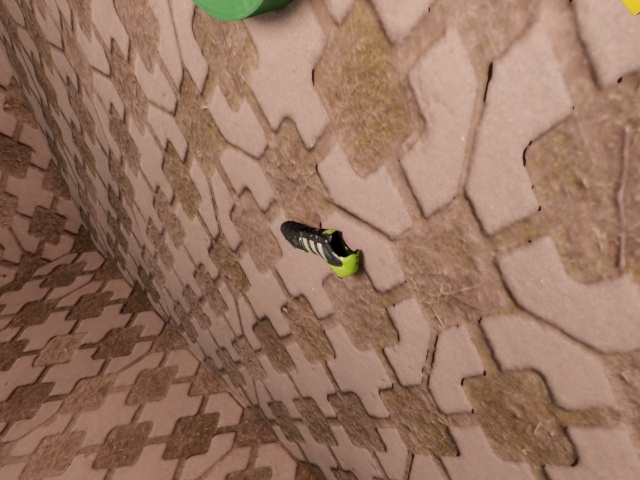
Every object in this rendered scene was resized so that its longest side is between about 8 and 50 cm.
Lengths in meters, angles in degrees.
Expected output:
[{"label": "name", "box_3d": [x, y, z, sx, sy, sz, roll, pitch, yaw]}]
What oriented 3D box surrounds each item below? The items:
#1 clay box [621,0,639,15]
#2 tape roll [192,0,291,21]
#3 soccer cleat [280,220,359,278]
[{"label": "clay box", "box_3d": [0.182, -0.264, 0.311, 0.222, 0.127, 0.053, 54, 148, 2]}, {"label": "tape roll", "box_3d": [-0.128, -0.461, 0.609, 0.321, 0.077, 0.321, 35, 143, 32]}, {"label": "soccer cleat", "box_3d": [0.000, 0.000, 0.883, 0.179, 0.060, 0.072, 33, 133, 24]}]
